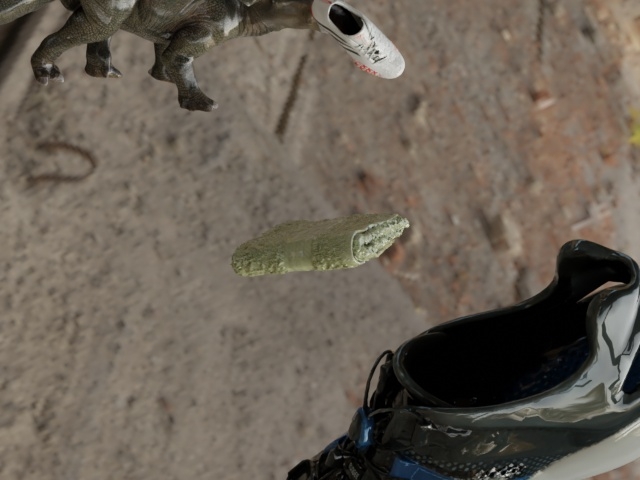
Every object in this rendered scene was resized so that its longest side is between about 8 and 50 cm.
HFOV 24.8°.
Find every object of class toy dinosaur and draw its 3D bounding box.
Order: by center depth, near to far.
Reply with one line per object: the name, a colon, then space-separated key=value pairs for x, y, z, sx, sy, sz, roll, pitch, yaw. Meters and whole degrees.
toy dinosaur: x=-0.141 y=-0.195 z=1.132 sx=0.313 sy=0.160 sz=0.121 roll=10 pitch=20 yaw=-14

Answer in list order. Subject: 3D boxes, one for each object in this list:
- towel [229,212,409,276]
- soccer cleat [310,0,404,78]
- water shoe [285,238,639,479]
towel: x=0.000 y=0.000 z=1.103 sx=0.148 sy=0.110 sz=0.027 roll=-32 pitch=114 yaw=-69
soccer cleat: x=0.028 y=-0.139 z=0.998 sx=0.083 sy=0.029 sz=0.035 roll=40 pitch=-3 yaw=-23
water shoe: x=0.033 y=0.068 z=0.519 sx=0.080 sy=0.203 sz=0.073 roll=49 pitch=12 yaw=-37
